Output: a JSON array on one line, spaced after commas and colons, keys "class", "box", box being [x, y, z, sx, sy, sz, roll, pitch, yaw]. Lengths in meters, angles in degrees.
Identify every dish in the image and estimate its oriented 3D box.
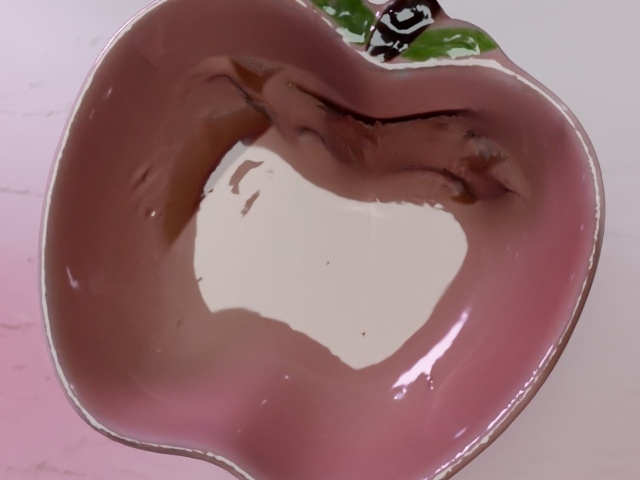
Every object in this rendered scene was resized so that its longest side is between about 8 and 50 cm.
[{"class": "dish", "box": [0.000, 0.000, 0.357, 0.213, 0.090, 0.213, -1, 83, 8]}]
